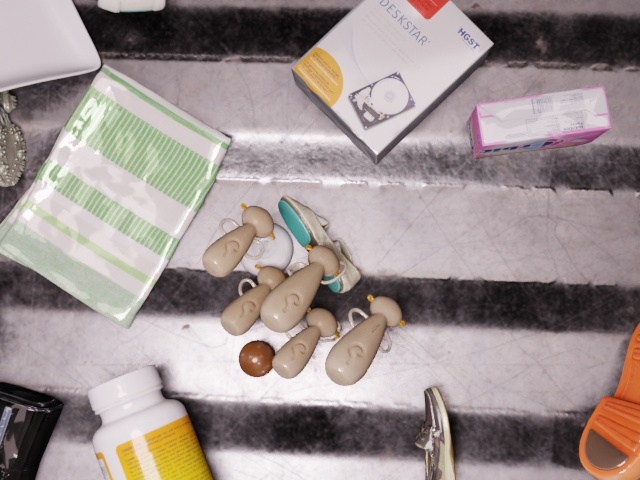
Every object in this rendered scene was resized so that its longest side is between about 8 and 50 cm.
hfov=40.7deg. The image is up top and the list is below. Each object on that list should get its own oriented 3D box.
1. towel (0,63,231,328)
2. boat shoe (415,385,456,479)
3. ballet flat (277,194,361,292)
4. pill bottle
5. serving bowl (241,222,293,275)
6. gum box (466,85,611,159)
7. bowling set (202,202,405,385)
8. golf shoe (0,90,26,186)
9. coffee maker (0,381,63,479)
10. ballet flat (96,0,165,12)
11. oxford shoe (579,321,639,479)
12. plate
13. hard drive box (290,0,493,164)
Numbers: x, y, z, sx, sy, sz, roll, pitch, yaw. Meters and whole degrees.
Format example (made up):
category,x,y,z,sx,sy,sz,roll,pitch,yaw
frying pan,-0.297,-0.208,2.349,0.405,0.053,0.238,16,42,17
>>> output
category,x,y,z,sx,sy,sz,roll,pitch,yaw
towel,-0.309,-0.070,1.287,0.248,0.038,0.325,31,87,4
boat shoe,0.159,0.284,1.221,0.049,0.056,0.152,-8,85,-3
ballet flat,0.000,0.000,1.265,0.052,0.057,0.168,-31,87,-28
pill bottle,-0.233,0.305,1.198,0.136,0.136,0.245,-23,84,1
serving bowl,-0.082,0.012,1.272,0.083,0.027,0.083,0,84,3
gum box,0.312,-0.166,1.229,0.188,0.107,0.062,-8,85,2
bowling set,-0.051,0.093,1.217,0.287,0.200,0.154,43,52,-2
golf shoe,-0.500,-0.160,1.302,0.086,0.069,0.176,-14,81,22
coffee maker,-0.435,0.306,1.232,0.171,0.120,0.178,21,87,-19
ballet flat,-0.248,-0.531,1.294,0.139,0.139,0.400,11,90,4
oxford shoe,0.499,0.200,1.200,0.133,0.130,0.363,43,80,-27
plate,-0.501,-0.336,1.260,0.278,0.045,0.277,-24,85,-34
hard drive box,0.102,-0.257,1.257,0.232,0.089,0.181,-44,85,-2
